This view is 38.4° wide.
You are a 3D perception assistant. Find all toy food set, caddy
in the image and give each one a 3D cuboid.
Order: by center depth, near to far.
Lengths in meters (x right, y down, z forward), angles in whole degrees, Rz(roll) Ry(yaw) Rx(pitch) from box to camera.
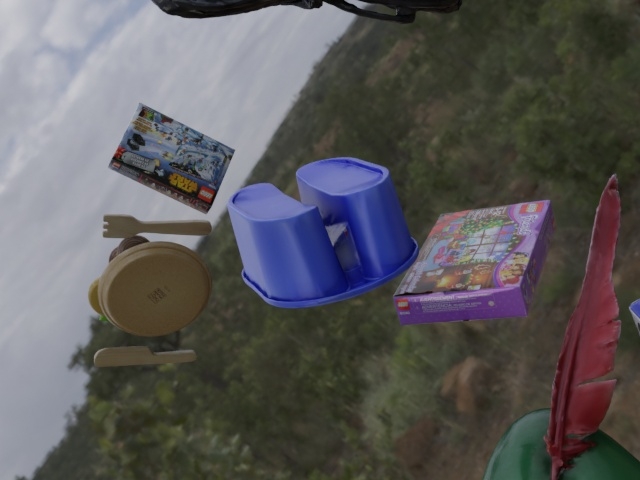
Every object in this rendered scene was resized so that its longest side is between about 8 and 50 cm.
[{"bbox_3d":[-0.185,0.049,1.001,0.038,0.132,0.192,-117,33,-55],"label":"toy food set"},{"bbox_3d":[0.000,0.000,1.383,0.241,0.179,0.341,-22,17,-14],"label":"caddy"}]

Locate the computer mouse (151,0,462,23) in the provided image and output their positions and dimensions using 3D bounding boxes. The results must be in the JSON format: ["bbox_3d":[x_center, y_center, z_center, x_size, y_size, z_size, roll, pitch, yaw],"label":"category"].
[{"bbox_3d":[-0.053,-0.194,0.555,0.272,0.188,0.072,38,130,50],"label":"computer mouse"}]

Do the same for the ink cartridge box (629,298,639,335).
[{"bbox_3d":[0.581,0.215,1.257,0.151,0.270,0.395,-30,30,2],"label":"ink cartridge box"}]

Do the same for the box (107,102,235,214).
[{"bbox_3d":[-0.187,-0.103,1.161,0.027,0.137,0.094,-45,22,57],"label":"box"}]

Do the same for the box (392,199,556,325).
[{"bbox_3d":[0.256,0.031,1.481,0.200,0.057,0.293,-7,25,26],"label":"box"}]

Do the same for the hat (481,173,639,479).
[{"bbox_3d":[0.109,0.114,0.524,0.208,0.184,0.173,-26,-16,-27],"label":"hat"}]
